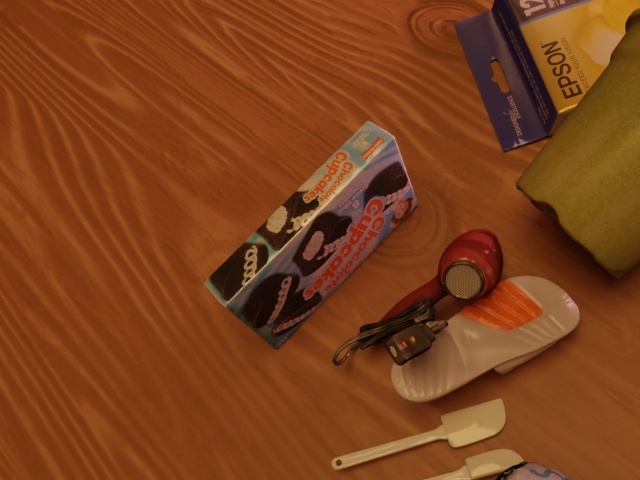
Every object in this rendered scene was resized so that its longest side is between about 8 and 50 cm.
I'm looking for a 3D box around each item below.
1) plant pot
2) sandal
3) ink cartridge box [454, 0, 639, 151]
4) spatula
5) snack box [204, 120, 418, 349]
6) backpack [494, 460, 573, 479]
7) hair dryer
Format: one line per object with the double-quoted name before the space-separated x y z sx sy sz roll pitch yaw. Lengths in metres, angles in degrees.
"plant pot" 0.400 -0.100 0.806 0.254 0.276 0.276 -46 56 14
"sandal" 0.210 0.135 0.845 0.265 0.076 0.102 -25 60 -8
"ink cartridge box" 0.400 -0.322 1.031 0.307 0.072 0.303 -16 59 9
"spatula" 0.141 0.307 0.801 0.242 0.019 0.168 -19 53 4
"snack box" 0.000 0.000 0.931 0.322 0.187 0.060 -45 58 -7
"backpack" 0.185 0.394 0.598 0.273 0.290 0.355 5 58 35
"hair dryer" 0.145 0.061 0.865 0.293 0.223 0.080 -34 95 -23
